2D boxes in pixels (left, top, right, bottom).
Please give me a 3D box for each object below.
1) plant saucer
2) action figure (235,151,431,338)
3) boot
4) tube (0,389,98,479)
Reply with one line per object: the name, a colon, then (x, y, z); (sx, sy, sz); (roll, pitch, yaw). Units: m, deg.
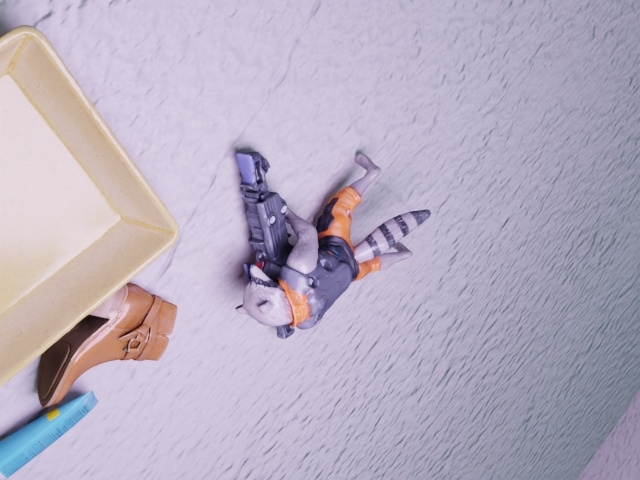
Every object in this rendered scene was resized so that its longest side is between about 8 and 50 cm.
plant saucer: (-0.382, -0.029, 0.830); (0.333, 0.081, 0.332); (-41, 130, -15)
action figure: (0.000, 0.000, 1.091); (0.330, 0.179, 0.341); (-41, 133, -29)
boot: (-0.294, 0.154, 0.995); (0.152, 0.073, 0.197); (25, 96, -47)
tube: (-0.400, 0.277, 0.977); (0.207, 0.052, 0.080); (-34, 171, -22)
